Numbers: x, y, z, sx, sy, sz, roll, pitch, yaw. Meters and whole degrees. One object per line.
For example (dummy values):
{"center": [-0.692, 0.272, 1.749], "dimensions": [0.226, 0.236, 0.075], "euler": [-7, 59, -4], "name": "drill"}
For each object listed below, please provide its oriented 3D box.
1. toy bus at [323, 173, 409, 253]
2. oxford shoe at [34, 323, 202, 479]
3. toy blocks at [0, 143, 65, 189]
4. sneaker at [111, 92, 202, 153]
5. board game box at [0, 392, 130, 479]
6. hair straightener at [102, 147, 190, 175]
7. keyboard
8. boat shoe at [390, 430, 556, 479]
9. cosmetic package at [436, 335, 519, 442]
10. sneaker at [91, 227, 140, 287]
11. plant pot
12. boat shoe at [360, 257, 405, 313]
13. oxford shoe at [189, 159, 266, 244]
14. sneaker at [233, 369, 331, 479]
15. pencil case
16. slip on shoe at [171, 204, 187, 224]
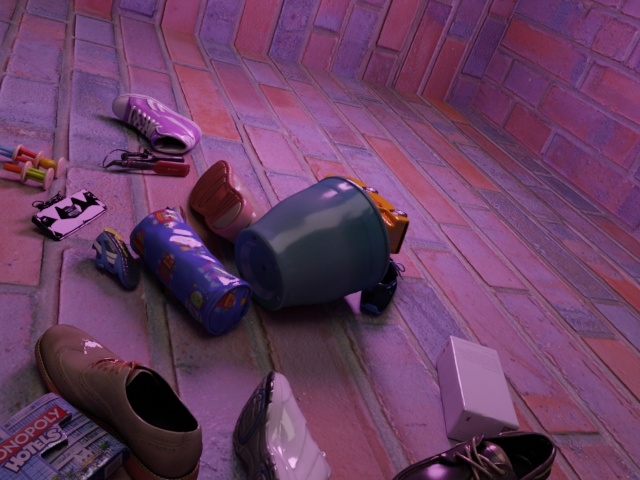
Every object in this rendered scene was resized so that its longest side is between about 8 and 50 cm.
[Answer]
{"center": [0.116, -0.079, 1.734], "dimensions": [0.130, 0.108, 0.333], "euler": [9, 21, -26], "name": "toy bus"}
{"center": [-0.294, 0.213, 0.928], "dimensions": [0.348, 0.130, 0.123], "euler": [33, 29, 21], "name": "oxford shoe"}
{"center": [-0.689, -0.178, 1.445], "dimensions": [0.148, 0.054, 0.123], "euler": [17, 27, -8], "name": "toy blocks"}
{"center": [-0.501, -0.343, 1.836], "dimensions": [0.281, 0.102, 0.161], "euler": [21, 30, -2], "name": "sneaker"}
{"center": [-0.385, 0.276, 0.800], "dimensions": [0.194, 0.060, 0.194], "euler": [28, 39, 18], "name": "board game box"}
{"center": [-0.475, -0.212, 1.685], "dimensions": [0.230, 0.047, 0.089], "euler": [-5, 36, -33], "name": "hair straightener"}
{"center": [-0.558, -0.060, 1.364], "dimensions": [0.100, 0.038, 0.192], "euler": [45, 26, -5], "name": "keyboard"}
{"center": [0.252, 0.376, 1.023], "dimensions": [0.355, 0.130, 0.132], "euler": [-1, 35, -38], "name": "boat shoe"}
{"center": [0.309, 0.303, 1.253], "dimensions": [0.117, 0.086, 0.231], "euler": [19, 29, -4], "name": "cosmetic package"}
{"center": [-0.411, 0.044, 1.249], "dimensions": [0.144, 0.059, 0.053], "euler": [55, 8, 24], "name": "sneaker"}
{"center": [-0.033, 0.024, 1.346], "dimensions": [0.255, 0.272, 0.271], "euler": [-23, 49, -35], "name": "plant pot"}
{"center": [0.161, 0.089, 1.527], "dimensions": [0.108, 0.089, 0.258], "euler": [19, 25, -4], "name": "boat shoe"}
{"center": [-0.224, -0.081, 1.565], "dimensions": [0.146, 0.140, 0.397], "euler": [42, 9, -33], "name": "oxford shoe"}
{"center": [-0.054, 0.327, 0.955], "dimensions": [0.129, 0.111, 0.297], "euler": [27, 27, -25], "name": "sneaker"}
{"center": [-0.259, 0.056, 1.255], "dimensions": [0.306, 0.120, 0.133], "euler": [40, 24, 32], "name": "pencil case"}
{"center": [-0.334, -0.031, 1.450], "dimensions": [0.041, 0.051, 0.135], "euler": [-24, 46, 1], "name": "slip on shoe"}
